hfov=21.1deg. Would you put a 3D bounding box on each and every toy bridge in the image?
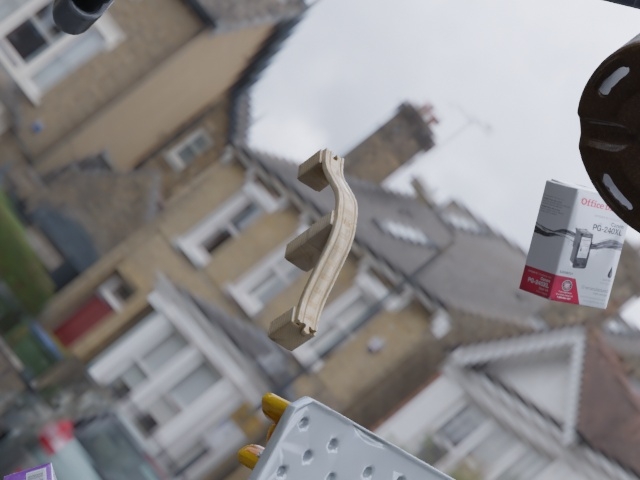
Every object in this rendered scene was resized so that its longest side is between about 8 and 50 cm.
[{"bbox_3d":[0.000,0.000,1.316,0.026,0.063,0.188,33,42,-25],"label":"toy bridge"}]

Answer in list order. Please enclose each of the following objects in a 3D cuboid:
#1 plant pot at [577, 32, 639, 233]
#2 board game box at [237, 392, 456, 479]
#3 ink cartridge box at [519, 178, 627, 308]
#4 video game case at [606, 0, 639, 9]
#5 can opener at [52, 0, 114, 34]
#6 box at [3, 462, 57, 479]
[{"bbox_3d":[0.247,-0.083,1.019,0.167,0.165,0.167,22,-55,35],"label":"plant pot"},{"bbox_3d":[-0.004,0.363,1.474,0.050,0.390,0.390,23,-8,45],"label":"board game box"},{"bbox_3d":[0.333,0.004,2.232,0.109,0.150,0.063,10,7,-36],"label":"ink cartridge box"},{"bbox_3d":[0.402,-0.367,2.143,0.274,0.026,0.196,15,-37,12],"label":"video game case"},{"bbox_3d":[-0.125,-0.257,1.257,0.074,0.280,0.093,43,-45,-10],"label":"can opener"},{"bbox_3d":[-0.260,0.378,1.696,0.293,0.057,0.201,-115,-171,-67],"label":"box"}]
